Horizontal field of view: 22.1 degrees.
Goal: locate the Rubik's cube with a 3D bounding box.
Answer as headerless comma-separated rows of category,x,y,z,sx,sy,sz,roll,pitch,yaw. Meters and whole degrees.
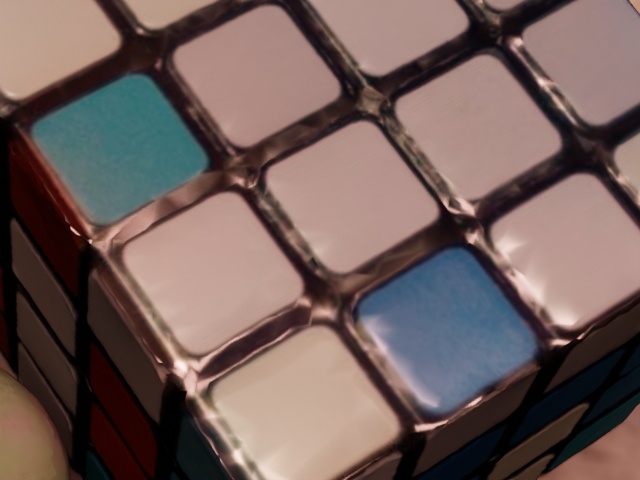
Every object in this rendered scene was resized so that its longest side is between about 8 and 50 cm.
Rubik's cube,0.000,0.000,0.441,0.154,0.151,0.155,-30,70,-21

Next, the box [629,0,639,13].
box,0.195,-0.091,0.576,0.109,0.029,0.198,41,66,13

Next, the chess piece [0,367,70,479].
chess piece,-0.076,0.123,0.399,0.139,0.139,0.272,-14,55,-13
